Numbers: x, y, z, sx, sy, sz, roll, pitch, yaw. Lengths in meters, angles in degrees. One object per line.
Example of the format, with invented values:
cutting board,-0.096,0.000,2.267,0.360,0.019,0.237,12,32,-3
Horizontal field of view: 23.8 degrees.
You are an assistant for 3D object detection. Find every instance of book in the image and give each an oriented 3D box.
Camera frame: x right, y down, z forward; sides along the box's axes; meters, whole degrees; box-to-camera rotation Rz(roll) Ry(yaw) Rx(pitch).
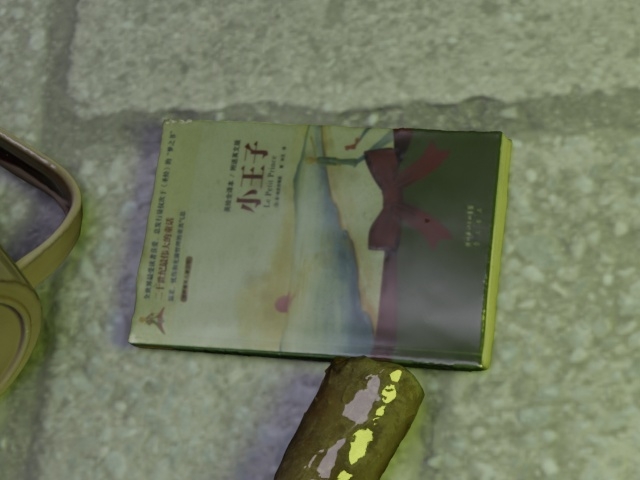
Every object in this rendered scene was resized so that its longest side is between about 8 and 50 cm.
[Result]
book,0.000,0.000,1.202,0.289,0.026,0.201,2,70,14

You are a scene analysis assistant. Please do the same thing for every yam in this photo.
yam,-0.032,0.246,1.084,0.081,0.081,0.357,22,74,21

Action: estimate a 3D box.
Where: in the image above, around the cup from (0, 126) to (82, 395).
cup,-0.353,0.013,1.214,0.273,0.288,0.208,45,120,24
